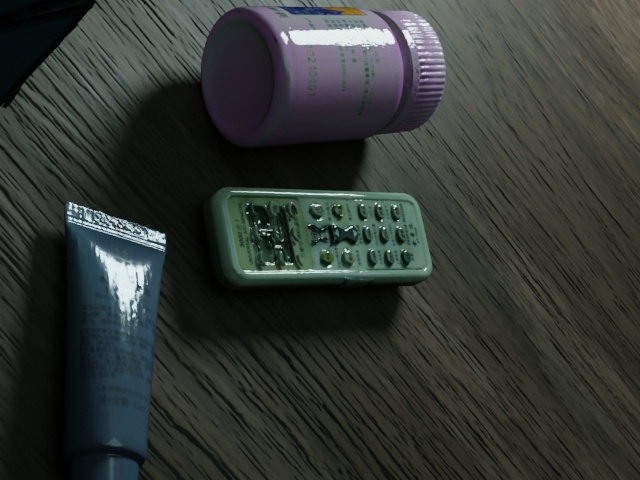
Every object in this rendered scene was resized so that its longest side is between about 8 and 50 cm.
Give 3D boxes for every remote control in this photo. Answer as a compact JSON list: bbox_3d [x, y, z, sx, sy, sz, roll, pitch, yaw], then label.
[{"bbox_3d":[0.000,0.000,1.600,0.335,0.065,0.128,1,73,-38],"label":"remote control"}]

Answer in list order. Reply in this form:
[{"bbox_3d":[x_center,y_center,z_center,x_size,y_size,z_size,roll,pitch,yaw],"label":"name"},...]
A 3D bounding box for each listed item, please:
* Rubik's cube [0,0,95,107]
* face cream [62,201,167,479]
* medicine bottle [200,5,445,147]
[{"bbox_3d":[-0.430,-0.315,1.236,0.307,0.305,0.310,-1,72,-38],"label":"Rubik's cube"},{"bbox_3d":[-0.229,0.143,1.350,0.136,0.086,0.385,19,55,-34],"label":"face cream"},{"bbox_3d":[0.007,-0.217,1.623,0.291,0.178,0.178,-10,77,-40],"label":"medicine bottle"}]
